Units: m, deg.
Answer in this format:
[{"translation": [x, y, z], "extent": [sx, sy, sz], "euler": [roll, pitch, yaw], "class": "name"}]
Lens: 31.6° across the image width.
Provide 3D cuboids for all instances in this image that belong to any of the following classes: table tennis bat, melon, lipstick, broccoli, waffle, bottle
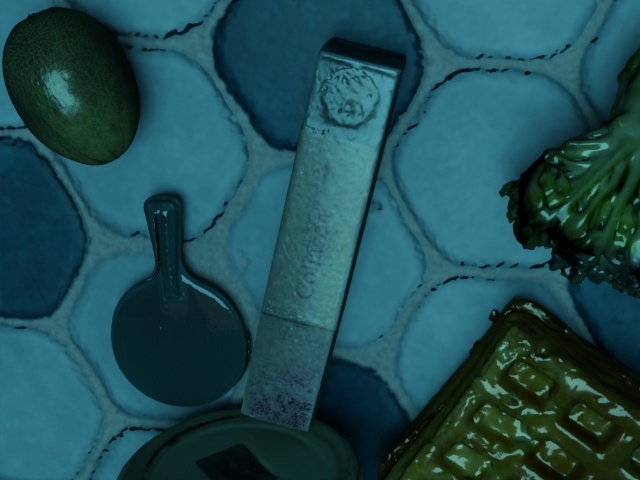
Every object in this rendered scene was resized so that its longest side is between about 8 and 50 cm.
[{"translation": [-0.126, 0.055, 0.982], "extent": [0.124, 0.033, 0.201], "euler": [-1, 111, 8], "class": "table tennis bat"}, {"translation": [-0.195, -0.121, 0.896], "extent": [0.098, 0.098, 0.130], "euler": [-24, 109, 16], "class": "melon"}, {"translation": [0.000, 0.000, 0.922], "extent": [0.066, 0.068, 0.317], "euler": [15, 111, 3], "class": "lipstick"}, {"translation": [0.263, -0.099, 0.826], "extent": [0.165, 0.145, 0.304], "euler": [31, 101, 8], "class": "broccoli"}, {"translation": [0.232, 0.218, 0.948], "extent": [0.328, 0.098, 0.224], "euler": [34, 109, -5], "class": "waffle"}, {"translation": [-0.055, 0.347, 0.976], "extent": [0.229, 0.229, 0.351], "euler": [2, 113, 9], "class": "bottle"}]
